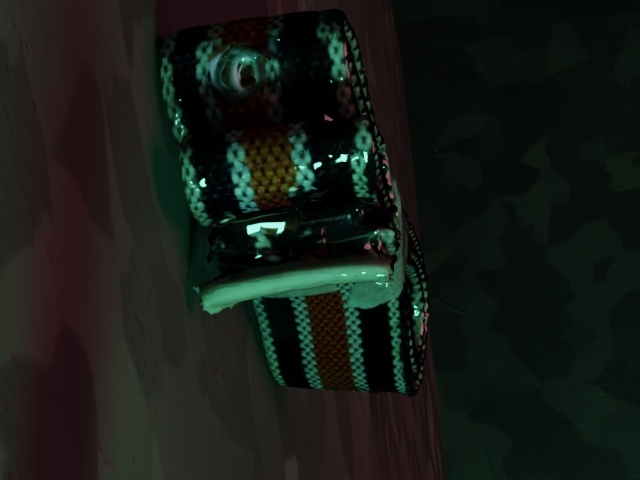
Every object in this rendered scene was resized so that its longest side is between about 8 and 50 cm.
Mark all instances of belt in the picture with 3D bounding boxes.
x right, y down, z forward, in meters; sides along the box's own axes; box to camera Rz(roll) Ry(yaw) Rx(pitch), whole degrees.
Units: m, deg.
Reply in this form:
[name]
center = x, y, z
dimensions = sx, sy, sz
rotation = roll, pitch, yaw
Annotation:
[belt]
center = 0.000, 0.000, 0.892
dimensions = 0.359, 0.094, 0.126
rotation = 67, 15, -72
